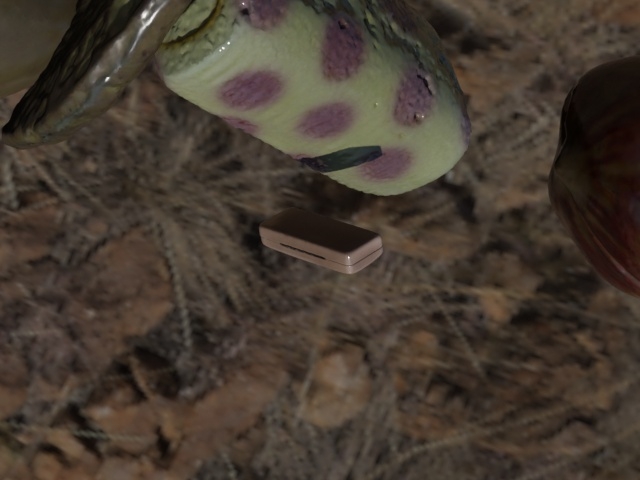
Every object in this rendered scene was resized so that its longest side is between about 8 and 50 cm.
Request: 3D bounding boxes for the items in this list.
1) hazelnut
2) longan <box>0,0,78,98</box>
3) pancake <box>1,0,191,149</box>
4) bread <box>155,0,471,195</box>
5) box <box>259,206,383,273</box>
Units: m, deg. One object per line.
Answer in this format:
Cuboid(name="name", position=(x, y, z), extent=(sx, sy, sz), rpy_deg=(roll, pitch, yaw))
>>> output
Cuboid(name="hazelnut", position=(0.294, -0.050, 1.368), extent=(0.229, 0.229, 0.230), rpy_deg=(-14, 112, -40))
Cuboid(name="longan", position=(-0.350, -0.242, 1.335), extent=(0.350, 0.288, 0.288), rpy_deg=(24, 84, -3))
Cuboid(name="pancake", position=(-0.104, -0.177, 0.920), extent=(0.033, 0.288, 0.286), rpy_deg=(27, 94, -23))
Cuboid(name="bread", position=(-0.007, -0.176, 1.492), extent=(0.155, 0.187, 0.338), rpy_deg=(-35, 143, 23))
Cuboid(name="box", position=(0.000, 0.000, 1.424), extent=(0.048, 0.115, 0.025), rpy_deg=(-29, 124, -39))
